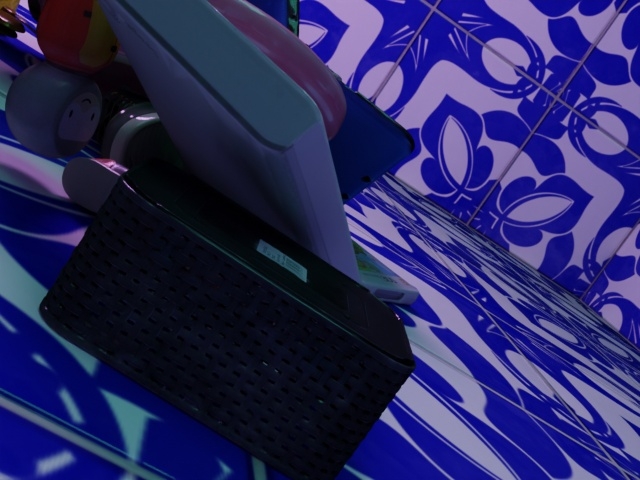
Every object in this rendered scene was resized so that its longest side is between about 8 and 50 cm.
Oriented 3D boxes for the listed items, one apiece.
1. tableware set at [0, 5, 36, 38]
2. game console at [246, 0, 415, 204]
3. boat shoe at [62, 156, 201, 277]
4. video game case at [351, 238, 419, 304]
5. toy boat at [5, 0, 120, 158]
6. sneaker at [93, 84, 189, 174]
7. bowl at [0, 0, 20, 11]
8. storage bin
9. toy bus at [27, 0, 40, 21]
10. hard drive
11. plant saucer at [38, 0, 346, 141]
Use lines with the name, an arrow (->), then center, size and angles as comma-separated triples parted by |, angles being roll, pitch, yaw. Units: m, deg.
tableware set -> -0.388, -0.256, 1.004 | 0.104, 0.024, 0.154 | 41, 15, 24
game console -> -0.021, -0.191, 1.135 | 0.173, 0.250, 0.293 | 7, -19, -22
boat shoe -> -0.123, -0.016, 0.653 | 0.137, 0.049, 0.043 | 33, 6, 20
video game case -> 0.000, 0.000, 1.057 | 0.212, 0.023, 0.193 | 38, 10, 23
toy boat -> -0.272, -0.152, 0.566 | 0.318, 0.148, 0.267 | 13, 15, -33
sneaker -> -0.168, -0.089, 0.812 | 0.118, 0.083, 0.222 | 24, 7, 9
bowl -> -0.465, -0.408, 1.111 | 0.289, 0.156, 0.289 | 34, 9, -6
storage bin -> -0.046, 0.040, 0.513 | 0.180, 0.084, 0.122 | 33, 9, -6
toy bus -> -0.236, -0.317, 1.118 | 0.149, 0.212, 0.220 | 14, -17, 5
hard drive -> -0.052, -0.052, 0.648 | 0.203, 0.040, 0.307 | 46, -12, 25
plant saucer -> -0.139, -0.163, 0.938 | 0.332, 0.084, 0.332 | 23, -12, 5
